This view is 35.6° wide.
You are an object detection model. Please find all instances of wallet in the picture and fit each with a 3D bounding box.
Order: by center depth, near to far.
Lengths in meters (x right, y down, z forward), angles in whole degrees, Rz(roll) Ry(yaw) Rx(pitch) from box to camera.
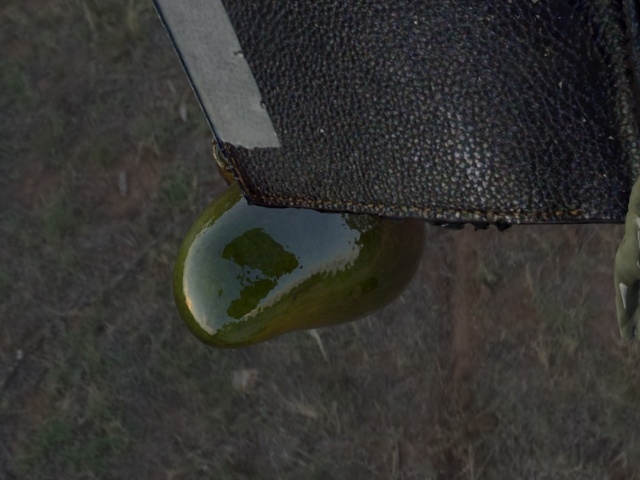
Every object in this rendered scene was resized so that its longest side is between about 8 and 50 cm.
[{"bbox_3d":[0.034,-0.108,0.492,0.262,0.221,0.071,0,41,33],"label":"wallet"}]

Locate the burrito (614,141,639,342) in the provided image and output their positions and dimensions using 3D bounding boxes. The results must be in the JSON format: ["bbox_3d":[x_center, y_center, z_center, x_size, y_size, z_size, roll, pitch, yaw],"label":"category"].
[{"bbox_3d":[0.115,-0.043,0.272,0.045,0.186,0.041,9,35,6],"label":"burrito"}]

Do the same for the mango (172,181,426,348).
[{"bbox_3d":[0.000,0.000,0.715,0.133,0.111,0.267,53,38,4],"label":"mango"}]

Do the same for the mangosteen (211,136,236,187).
[{"bbox_3d":[0.024,-0.133,1.256,0.313,0.297,0.297,-27,59,8],"label":"mangosteen"}]
